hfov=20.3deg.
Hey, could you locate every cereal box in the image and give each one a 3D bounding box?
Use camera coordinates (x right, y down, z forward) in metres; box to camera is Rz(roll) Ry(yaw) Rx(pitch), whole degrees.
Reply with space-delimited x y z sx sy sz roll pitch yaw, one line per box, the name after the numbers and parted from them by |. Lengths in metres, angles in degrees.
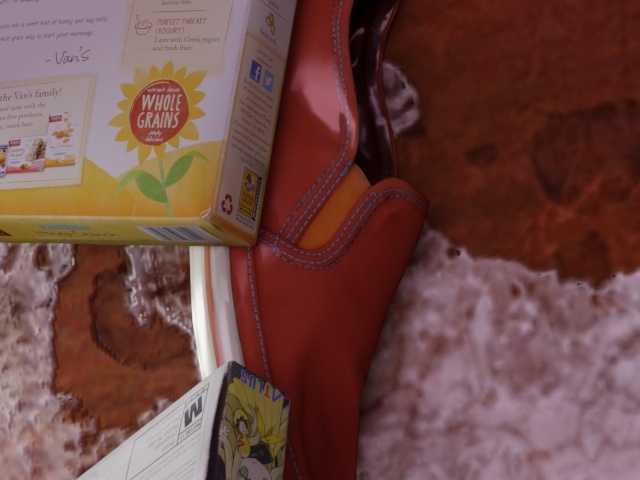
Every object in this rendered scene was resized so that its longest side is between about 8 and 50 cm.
-0.092 -0.117 0.843 0.173 0.047 0.240 2 73 30 | cereal box

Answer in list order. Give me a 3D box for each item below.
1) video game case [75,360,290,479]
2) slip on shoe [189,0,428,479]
-0.104 0.189 0.748 0.232 0.042 0.210 -39 30 34 | video game case
0.000 0.000 0.855 0.101 0.123 0.331 -4 76 13 | slip on shoe
